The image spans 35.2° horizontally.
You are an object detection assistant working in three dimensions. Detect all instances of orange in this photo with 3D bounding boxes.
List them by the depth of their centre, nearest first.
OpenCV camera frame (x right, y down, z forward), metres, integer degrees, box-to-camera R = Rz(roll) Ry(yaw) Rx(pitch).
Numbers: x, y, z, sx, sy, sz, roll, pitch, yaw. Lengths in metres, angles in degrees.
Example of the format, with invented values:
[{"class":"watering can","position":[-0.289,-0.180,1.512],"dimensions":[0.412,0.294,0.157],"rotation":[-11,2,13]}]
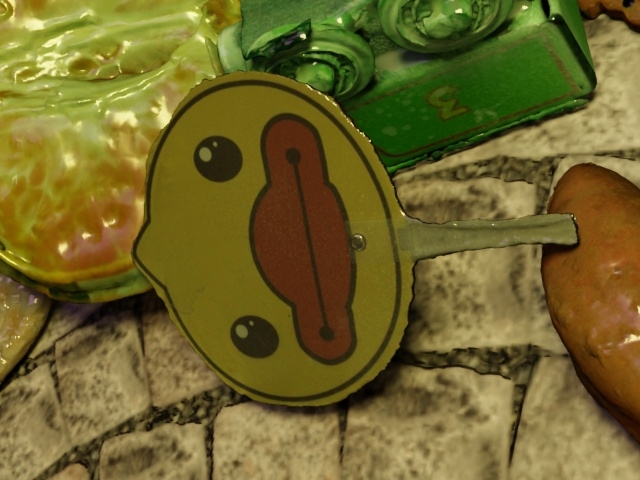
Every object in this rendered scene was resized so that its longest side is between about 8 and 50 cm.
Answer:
[{"class":"orange","position":[-0.163,-0.118,0.806],"dimensions":[0.262,0.196,0.334],"rotation":[-21,72,23]}]

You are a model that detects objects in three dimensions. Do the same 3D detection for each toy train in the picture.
[{"class":"toy train","position":[0.059,-0.147,0.692],"dimensions":[0.243,0.188,0.132],"rotation":[-18,56,24]}]

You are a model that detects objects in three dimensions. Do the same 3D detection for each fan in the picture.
[{"class":"fan","position":[-0.001,0.000,0.639],"dimensions":[0.335,0.011,0.229],"rotation":[-5,103,33]}]

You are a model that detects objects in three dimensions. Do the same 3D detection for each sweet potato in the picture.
[{"class":"sweet potato","position":[0.195,0.072,0.538],"dimensions":[0.095,0.106,0.354],"rotation":[-62,39,35]}]

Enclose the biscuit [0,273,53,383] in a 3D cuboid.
[{"class":"biscuit","position":[-0.344,0.081,0.923],"dimensions":[0.265,0.040,0.188],"rotation":[-23,54,19]}]

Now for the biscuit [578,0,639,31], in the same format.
[{"class":"biscuit","position":[0.237,-0.209,0.723],"dimensions":[0.130,0.019,0.119],"rotation":[-38,50,9]}]
